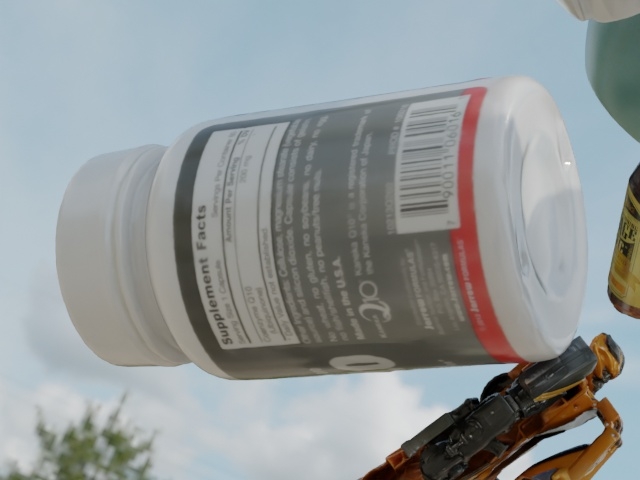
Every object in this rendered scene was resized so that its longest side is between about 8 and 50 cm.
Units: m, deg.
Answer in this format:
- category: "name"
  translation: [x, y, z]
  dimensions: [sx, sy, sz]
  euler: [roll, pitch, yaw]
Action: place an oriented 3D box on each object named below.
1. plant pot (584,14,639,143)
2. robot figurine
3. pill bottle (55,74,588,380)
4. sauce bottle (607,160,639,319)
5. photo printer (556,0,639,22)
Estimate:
- category: "plant pot"
  translation: [0.386, -0.199, 1.424]
  dimensions: [0.293, 0.293, 0.235]
  euler: [27, -54, -13]
- category: "robot figurine"
  translation: [0.081, 0.165, 0.974]
  dimensions: [0.085, 0.291, 0.211]
  euler: [53, 5, 15]
- category: "pill bottle"
  translation: [0.000, 0.000, 0.906]
  dimensions: [0.283, 0.161, 0.161]
  euler: [-6, -31, 25]
- category: "sauce bottle"
  translation: [0.177, -0.018, 0.794]
  dimensions: [0.042, 0.042, 0.128]
  euler: [16, -52, 16]
- category: "photo printer"
  translation: [0.136, -0.331, 1.043]
  dimensions: [0.107, 0.256, 0.307]
  euler: [-27, -50, 4]
